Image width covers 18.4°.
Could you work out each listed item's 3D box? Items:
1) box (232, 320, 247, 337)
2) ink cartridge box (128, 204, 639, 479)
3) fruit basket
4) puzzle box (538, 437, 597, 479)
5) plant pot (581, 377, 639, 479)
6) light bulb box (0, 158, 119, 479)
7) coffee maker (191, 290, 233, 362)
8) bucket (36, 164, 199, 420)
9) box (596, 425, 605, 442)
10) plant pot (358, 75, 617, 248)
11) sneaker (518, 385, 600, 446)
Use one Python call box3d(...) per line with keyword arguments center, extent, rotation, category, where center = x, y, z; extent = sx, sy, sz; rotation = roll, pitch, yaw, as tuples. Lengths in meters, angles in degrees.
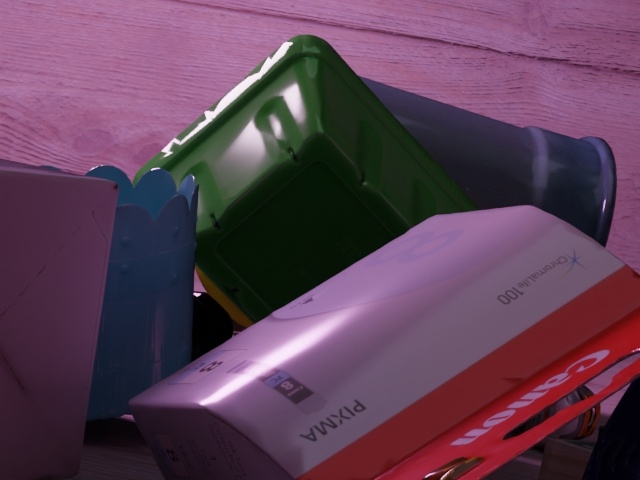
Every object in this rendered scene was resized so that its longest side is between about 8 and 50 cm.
box3d(center=(-0.252, 0.085, 2.351), extent=(0.216, 0.060, 0.270), rotation=(8, 4, -44), category="box")
box3d(center=(0.075, 0.072, 1.354), extent=(0.308, 0.091, 0.385), rotation=(-30, 9, -26), category="ink cartridge box")
box3d(center=(0.000, 0.000, 1.948), extent=(0.392, 0.283, 0.392), rotation=(48, 10, -11), category="fruit basket")
box3d(center=(0.418, 0.240, 1.642), extent=(0.272, 0.052, 0.409), rotation=(9, 3, -41), category="puzzle box")
box3d(center=(0.308, 0.160, 1.337), extent=(0.236, 0.212, 0.236), rotation=(10, 4, -2), category="plant pot")
box3d(center=(-0.400, 0.027, 1.382), extent=(0.361, 0.225, 0.358), rotation=(11, 4, 39), category="light bulb box")
box3d(center=(-0.179, 0.089, 1.943), extent=(0.178, 0.120, 0.171), rotation=(13, 3, 33), category="coffee maker")
box3d(center=(-0.233, 0.040, 1.690), extent=(0.281, 0.183, 0.281), rotation=(0, 9, 0), category="bucket")
box3d(center=(0.390, 0.226, 2.096), extent=(0.162, 0.029, 0.116), rotation=(6, 5, -36), category="box")
box3d(center=(0.113, -0.022, 2.274), extent=(0.334, 0.341, 0.341), rotation=(22, 0, -13), category="plant pot")
box3d(center=(0.259, 0.178, 2.089), extent=(0.083, 0.084, 0.215), rotation=(15, 2, -1), category="sneaker")
